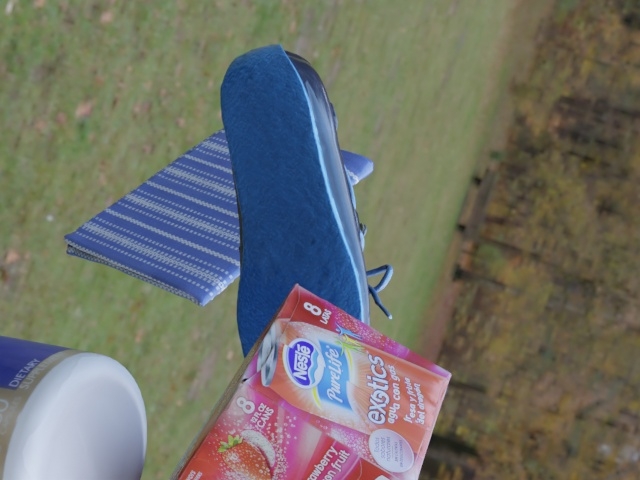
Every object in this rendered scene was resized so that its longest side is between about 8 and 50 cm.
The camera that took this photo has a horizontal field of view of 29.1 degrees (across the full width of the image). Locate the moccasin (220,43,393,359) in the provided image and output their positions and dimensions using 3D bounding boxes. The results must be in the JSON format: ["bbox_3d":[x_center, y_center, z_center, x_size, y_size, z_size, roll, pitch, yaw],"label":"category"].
[{"bbox_3d":[0.000,0.000,1.081,0.117,0.137,0.342,-7,94,-69],"label":"moccasin"}]

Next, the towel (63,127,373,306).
[{"bbox_3d":[-0.120,-0.042,1.528,0.336,0.243,0.040,-40,135,-37],"label":"towel"}]

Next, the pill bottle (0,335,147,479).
[{"bbox_3d":[-0.275,0.140,0.904,0.153,0.264,0.153,7,90,-66],"label":"pill bottle"}]

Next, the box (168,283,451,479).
[{"bbox_3d":[-0.034,0.173,0.847,0.257,0.128,0.123,-58,-178,35],"label":"box"}]
